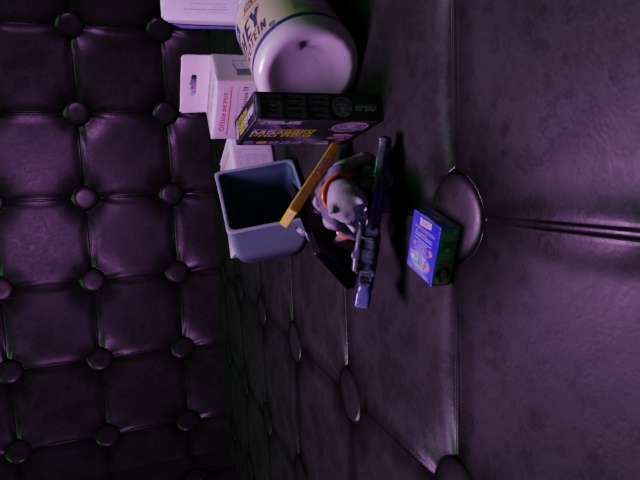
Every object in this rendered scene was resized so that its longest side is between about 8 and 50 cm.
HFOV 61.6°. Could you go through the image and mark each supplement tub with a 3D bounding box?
[{"bbox_3d":[-0.068,-0.471,1.259,0.235,0.236,0.324,105,153,-44],"label":"supplement tub"}]

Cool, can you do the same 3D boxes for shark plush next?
[{"bbox_3d":[0.000,0.000,1.503,0.161,0.073,0.067,38,154,38],"label":"shark plush"}]

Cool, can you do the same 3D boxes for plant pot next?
[{"bbox_3d":[-0.177,-0.063,1.683,0.252,0.247,0.247,93,162,-53],"label":"plant pot"}]

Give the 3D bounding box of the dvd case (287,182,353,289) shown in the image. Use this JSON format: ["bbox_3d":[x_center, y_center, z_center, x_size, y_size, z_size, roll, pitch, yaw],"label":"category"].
[{"bbox_3d":[-0.002,-0.012,1.345,0.180,0.022,0.253,48,-166,-47],"label":"dvd case"}]

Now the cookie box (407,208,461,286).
[{"bbox_3d":[0.192,0.010,0.923,0.092,0.040,0.107,-128,38,-58],"label":"cookie box"}]

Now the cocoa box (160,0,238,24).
[{"bbox_3d":[-0.246,-0.712,1.485,0.228,0.348,0.231,-97,7,-74],"label":"cocoa box"}]

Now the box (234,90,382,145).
[{"bbox_3d":[-0.034,-0.258,1.162,0.216,0.270,0.060,171,94,-70],"label":"box"}]

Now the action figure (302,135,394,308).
[{"bbox_3d":[0.043,-0.040,1.110,0.330,0.179,0.340,104,173,-86],"label":"action figure"}]

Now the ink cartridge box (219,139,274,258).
[{"bbox_3d":[-0.260,-0.155,1.996,0.279,0.161,0.384,139,123,-67],"label":"ink cartridge box"}]

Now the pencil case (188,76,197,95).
[{"bbox_3d":[-0.418,-0.597,2.189,0.124,0.273,0.113,-173,85,-65],"label":"pencil case"}]

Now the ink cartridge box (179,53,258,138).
[{"bbox_3d":[-0.196,-0.387,1.465,0.207,0.354,0.119,110,149,-51],"label":"ink cartridge box"}]

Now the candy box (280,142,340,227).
[{"bbox_3d":[-0.025,-0.129,1.262,0.205,0.027,0.105,-58,2,-23],"label":"candy box"}]
